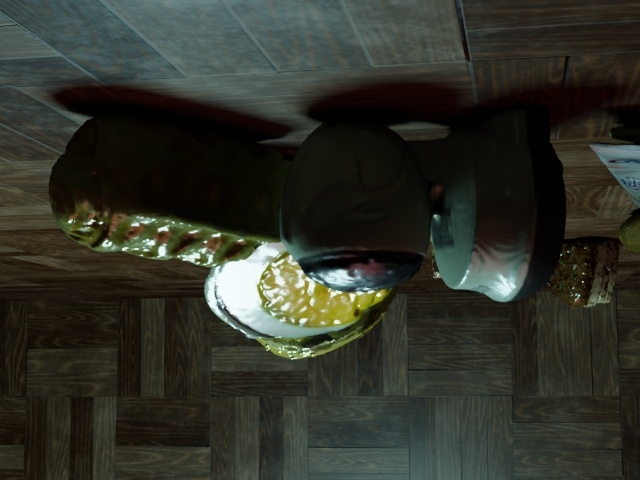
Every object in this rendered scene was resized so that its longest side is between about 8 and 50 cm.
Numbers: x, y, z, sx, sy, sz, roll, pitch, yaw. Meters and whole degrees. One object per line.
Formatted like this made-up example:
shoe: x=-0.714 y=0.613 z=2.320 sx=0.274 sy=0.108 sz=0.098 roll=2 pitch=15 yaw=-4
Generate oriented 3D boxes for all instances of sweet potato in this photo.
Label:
sweet potato: x=0.528 y=-0.018 z=1.739 sx=0.077 sy=0.077 sz=0.243 roll=-1 pitch=174 yaw=3

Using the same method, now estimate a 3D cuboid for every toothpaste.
toothpaste: x=0.374 y=-0.080 z=1.246 sx=0.100 sy=0.066 sz=0.323 roll=8 pitch=177 yaw=21

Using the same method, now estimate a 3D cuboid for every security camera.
security camera: x=0.096 y=-0.033 z=1.142 sx=0.277 sy=0.191 sz=0.197 roll=2 pitch=174 yaw=-10

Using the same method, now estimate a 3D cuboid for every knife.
knife: x=0.455 y=-0.115 z=1.174 sx=0.293 sy=0.020 sz=0.043 roll=0 pitch=171 yaw=-6

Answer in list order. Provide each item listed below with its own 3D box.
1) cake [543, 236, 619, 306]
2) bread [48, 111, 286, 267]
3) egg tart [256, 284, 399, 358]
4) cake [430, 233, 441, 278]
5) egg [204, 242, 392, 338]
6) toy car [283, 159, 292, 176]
cake: x=0.480 y=0.072 z=2.223 sx=0.112 sy=0.135 sz=0.246 roll=4 pitch=172 yaw=-39
bread: x=-0.162 y=-0.052 z=1.158 sx=0.130 sy=0.152 sz=0.268 roll=23 pitch=-172 yaw=40
egg tart: x=-0.014 y=0.053 z=1.757 sx=0.290 sy=0.290 sz=0.115 roll=-3 pitch=141 yaw=18
cake: x=0.213 y=-0.005 z=1.616 sx=0.090 sy=0.109 sz=0.225 roll=-4 pitch=180 yaw=16
egg: x=-0.026 y=0.003 z=1.565 sx=0.264 sy=0.174 sz=0.286 roll=19 pitch=137 yaw=-30
toy car: x=-0.121 y=-0.051 z=1.345 sx=0.257 sy=0.101 sz=0.124 roll=-2 pitch=170 yaw=20
